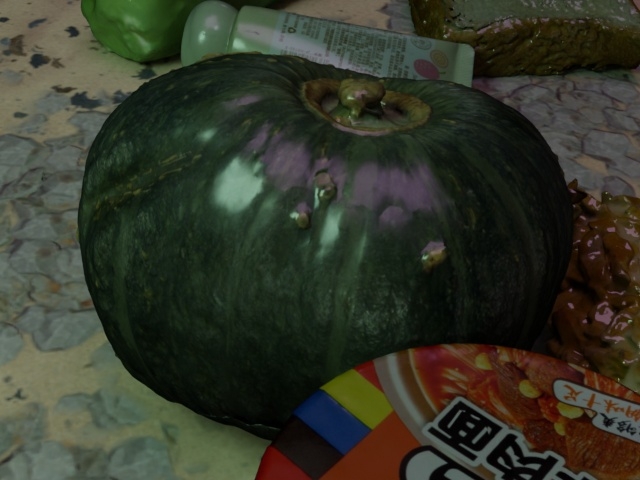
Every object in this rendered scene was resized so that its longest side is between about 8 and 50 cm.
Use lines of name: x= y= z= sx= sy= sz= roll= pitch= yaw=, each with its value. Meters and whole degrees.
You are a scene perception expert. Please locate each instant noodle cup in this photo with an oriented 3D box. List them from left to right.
instant noodle cup: x=0.083 y=0.205 z=0.513 sx=0.250 sy=0.192 sz=0.250 roll=3 pitch=40 yaw=-3

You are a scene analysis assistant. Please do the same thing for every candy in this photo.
candy: x=-0.127 y=-0.326 z=1.172 sx=0.132 sy=0.142 sz=0.343 roll=17 pitch=39 yaw=34

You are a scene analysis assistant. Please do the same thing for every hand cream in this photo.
hand cream: x=0.009 y=-0.188 z=1.055 sx=0.306 sy=0.093 sz=0.147 roll=10 pitch=49 yaw=3

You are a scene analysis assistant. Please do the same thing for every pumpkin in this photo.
pumpkin: x=0.000 y=0.000 z=0.698 sx=0.327 sy=0.257 sz=0.291 roll=23 pitch=29 yaw=21

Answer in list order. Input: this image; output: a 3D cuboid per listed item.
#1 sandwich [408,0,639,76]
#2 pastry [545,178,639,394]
sandwich: x=0.239 y=-0.284 z=1.199 sx=0.251 sy=0.087 sz=0.226 roll=-1 pitch=39 yaw=-8
pastry: x=0.225 y=0.051 z=0.755 sx=0.154 sy=0.102 sz=0.250 roll=21 pitch=40 yaw=-27
